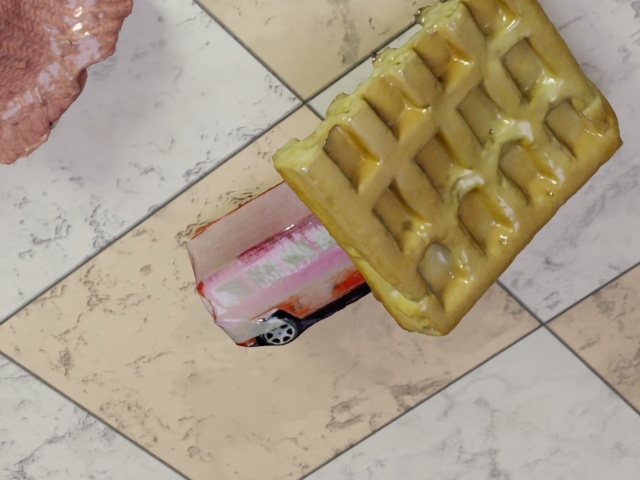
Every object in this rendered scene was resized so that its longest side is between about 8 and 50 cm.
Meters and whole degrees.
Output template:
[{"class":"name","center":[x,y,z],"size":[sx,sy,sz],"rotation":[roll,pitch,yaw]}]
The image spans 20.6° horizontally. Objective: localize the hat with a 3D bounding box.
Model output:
[{"class":"hat","center":[-0.344,-0.221,1.733],"size":[0.286,0.107,0.236],"rotation":[29,97,-38]}]

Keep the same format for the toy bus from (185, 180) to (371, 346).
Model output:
[{"class":"toy bus","center":[0.000,0.000,1.997],"size":[0.303,0.127,0.147],"rotation":[-31,128,15]}]

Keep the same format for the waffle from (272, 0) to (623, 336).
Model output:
[{"class":"waffle","center":[0.152,-0.097,1.881],"size":[0.348,0.077,0.304],"rotation":[-46,124,-8]}]
